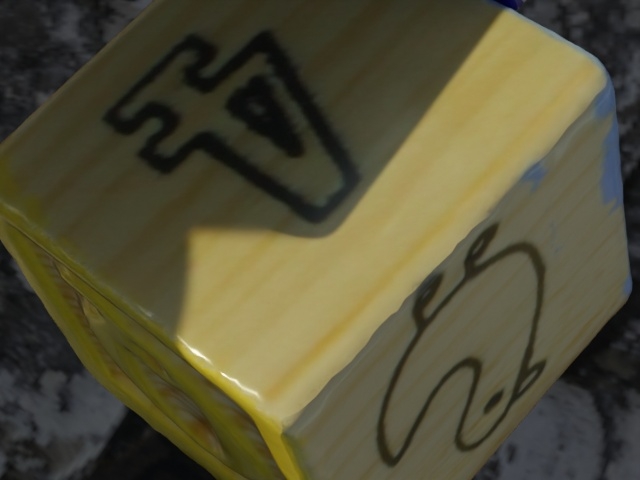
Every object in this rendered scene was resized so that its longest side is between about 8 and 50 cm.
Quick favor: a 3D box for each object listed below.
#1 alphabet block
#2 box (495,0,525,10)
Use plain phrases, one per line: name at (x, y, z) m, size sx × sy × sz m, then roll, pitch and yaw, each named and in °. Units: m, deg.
alphabet block at (0.000, 0.000, 0.740) m, size 0.197 × 0.193 × 0.192 m, roll -47°, pitch 149°, yaw -16°
box at (0.034, -0.176, 0.669) m, size 0.072 × 0.137 × 0.126 m, roll -51°, pitch 149°, yaw -9°
